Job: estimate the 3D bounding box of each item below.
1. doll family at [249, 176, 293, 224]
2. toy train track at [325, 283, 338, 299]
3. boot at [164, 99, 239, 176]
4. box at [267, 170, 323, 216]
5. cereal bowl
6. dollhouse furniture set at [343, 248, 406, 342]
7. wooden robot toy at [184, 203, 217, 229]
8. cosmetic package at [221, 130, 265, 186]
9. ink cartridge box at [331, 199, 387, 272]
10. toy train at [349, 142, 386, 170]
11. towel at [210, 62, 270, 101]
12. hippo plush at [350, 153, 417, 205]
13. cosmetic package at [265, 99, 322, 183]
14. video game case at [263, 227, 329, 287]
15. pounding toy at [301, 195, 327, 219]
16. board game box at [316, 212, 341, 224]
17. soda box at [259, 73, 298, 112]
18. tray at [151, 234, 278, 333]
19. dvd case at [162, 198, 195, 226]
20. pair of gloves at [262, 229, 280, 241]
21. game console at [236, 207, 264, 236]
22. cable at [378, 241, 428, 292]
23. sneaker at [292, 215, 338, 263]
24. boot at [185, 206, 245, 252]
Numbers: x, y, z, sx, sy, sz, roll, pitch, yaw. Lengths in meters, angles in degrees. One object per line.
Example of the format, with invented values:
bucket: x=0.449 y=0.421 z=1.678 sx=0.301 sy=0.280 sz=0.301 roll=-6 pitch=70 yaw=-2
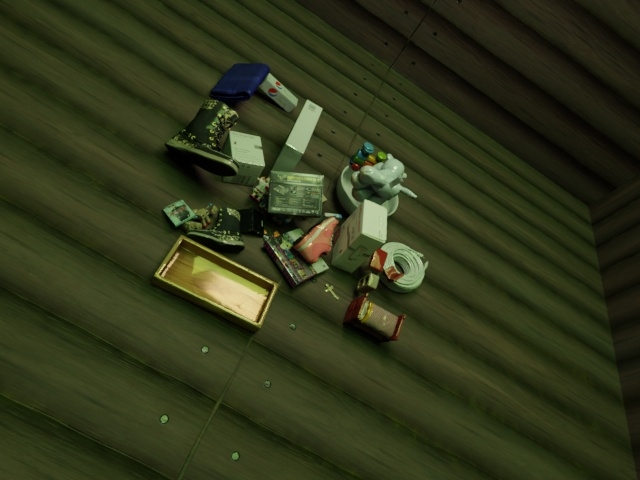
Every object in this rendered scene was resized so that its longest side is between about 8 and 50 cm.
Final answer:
doll family: x=-0.190 y=-0.178 z=1.902 sx=0.263 sy=0.118 sz=0.163 roll=37 pitch=65 yaw=3
toy train track: x=0.052 y=0.221 z=1.817 sx=0.048 sy=0.014 sz=0.083 roll=-31 pitch=77 yaw=-41
boot: x=-0.442 y=-0.436 z=1.768 sx=0.378 sy=0.138 sz=0.284 roll=21 pitch=70 yaw=28
box: x=-0.107 y=-0.196 z=1.800 sx=0.231 sy=0.056 sz=0.182 roll=3 pitch=86 yaw=-9
cereal bowl: x=0.221 y=-0.223 z=2.149 sx=0.339 sy=0.141 sz=0.338 roll=16 pitch=51 yaw=-21
dollhouse furniture set: x=0.264 y=0.222 z=1.791 sx=0.202 sy=0.152 sz=0.373 roll=28 pitch=64 yaw=-10
wooden robot toy: x=-0.497 y=-0.093 z=1.696 sx=0.079 sy=0.076 sz=0.173 roll=14 pitch=42 yaw=24
cosmetic package: x=-0.356 y=-0.369 z=1.900 sx=0.152 sy=0.151 sz=0.183 roll=5 pitch=56 yaw=-29
ink cartridge box: x=0.169 y=-0.017 z=1.873 sx=0.117 sy=0.283 sz=0.207 roll=22 pitch=49 yaw=-16
toy train: x=0.284 y=-0.384 z=2.108 sx=0.248 sy=0.143 sz=0.105 roll=26 pitch=49 yaw=-12
towel: x=-0.412 y=-0.824 z=2.195 sx=0.228 sy=0.076 sz=0.308 roll=8 pitch=50 yaw=15
hippo plush: x=0.288 y=-0.308 z=1.958 sx=0.234 sy=0.294 sz=0.236 roll=45 pitch=49 yaw=-25
cosmetic package: x=-0.128 y=-0.451 z=2.005 sx=0.098 sy=0.284 sz=0.377 roll=29 pitch=49 yaw=-13
video game case: x=-0.102 y=0.069 z=1.805 sx=0.210 sy=0.042 sz=0.232 roll=-24 pitch=72 yaw=-46
pounding toy: x=-0.056 y=-0.232 z=1.945 sx=0.094 sy=0.206 sz=0.181 roll=-28 pitch=75 yaw=-41
board game box: x=0.040 y=-0.097 z=1.984 sx=0.090 sy=0.090 sz=0.019 roll=4 pitch=60 yaw=-29
soda box: x=-0.227 y=-0.805 z=2.298 sx=0.216 sy=0.074 sz=0.069 roll=35 pitch=44 yaw=-31
tray: x=-0.382 y=0.164 z=1.561 sx=0.411 sy=0.076 sz=0.202 roll=28 pitch=49 yaw=-10
dvd case: x=-0.555 y=-0.109 z=1.644 sx=0.087 sy=0.013 sz=0.119 roll=-32 pitch=53 yaw=-21
pair of gloves: x=-0.213 y=-0.016 z=1.830 sx=0.084 sy=0.010 sz=0.074 roll=-4 pitch=61 yaw=-32
game console: x=-0.305 y=-0.074 z=1.812 sx=0.107 sy=0.071 sz=0.122 roll=31 pitch=42 yaw=-45
cable: x=0.382 y=0.127 z=2.032 sx=0.257 sy=0.089 sz=0.257 roll=35 pitch=49 yaw=-4
sneaker: x=-0.001 y=0.000 z=1.853 sx=0.136 sy=0.116 sz=0.314 roll=56 pitch=41 yaw=-7
boot: x=-0.420 y=-0.051 z=1.681 sx=0.237 sy=0.085 sz=0.178 roll=13 pitch=52 yaw=-33
